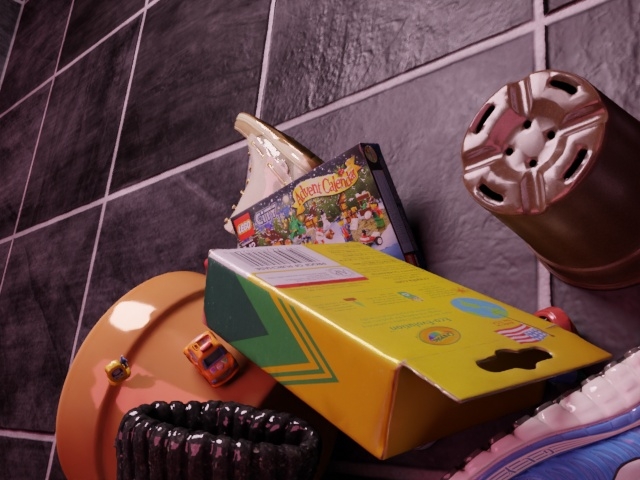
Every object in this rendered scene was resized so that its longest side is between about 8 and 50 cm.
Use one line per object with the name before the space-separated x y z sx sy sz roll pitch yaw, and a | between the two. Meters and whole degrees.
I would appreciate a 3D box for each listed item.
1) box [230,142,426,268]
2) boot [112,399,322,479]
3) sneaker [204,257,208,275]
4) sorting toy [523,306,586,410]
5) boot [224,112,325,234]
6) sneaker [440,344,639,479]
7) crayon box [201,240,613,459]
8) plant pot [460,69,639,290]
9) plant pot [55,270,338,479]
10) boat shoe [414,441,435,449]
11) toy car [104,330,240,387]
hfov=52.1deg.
box | 0.000 0.000 0.818 0.233 0.044 0.159 -27 80 36
boot | -0.014 0.281 0.544 0.131 0.348 0.260 153 128 -82
sneaker | -0.176 0.142 0.929 0.107 0.118 0.279 26 92 49
sorting toy | 0.213 0.113 0.603 0.061 0.042 0.102 45 120 62
boot | -0.094 -0.086 0.973 0.213 0.077 0.165 41 105 41
sneaker | 0.196 0.188 0.471 0.330 0.130 0.147 -34 67 5
crayon box | 0.058 0.085 0.586 0.319 0.202 0.081 24 111 49
plant pot | 0.219 -0.055 0.569 0.167 0.165 0.167 -20 61 40
plant pot | -0.111 0.197 0.743 0.204 0.291 0.290 13 83 31
boat shoe | 0.125 0.155 0.668 0.142 0.040 0.049 -59 42 10
toy car | -0.142 0.122 0.621 0.122 0.040 0.060 -21 57 -12
